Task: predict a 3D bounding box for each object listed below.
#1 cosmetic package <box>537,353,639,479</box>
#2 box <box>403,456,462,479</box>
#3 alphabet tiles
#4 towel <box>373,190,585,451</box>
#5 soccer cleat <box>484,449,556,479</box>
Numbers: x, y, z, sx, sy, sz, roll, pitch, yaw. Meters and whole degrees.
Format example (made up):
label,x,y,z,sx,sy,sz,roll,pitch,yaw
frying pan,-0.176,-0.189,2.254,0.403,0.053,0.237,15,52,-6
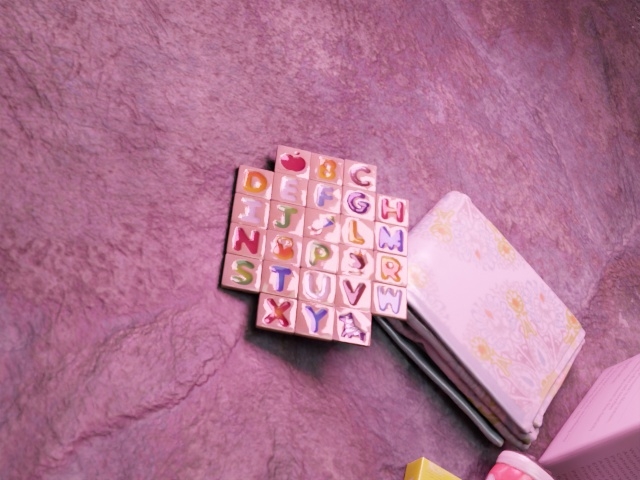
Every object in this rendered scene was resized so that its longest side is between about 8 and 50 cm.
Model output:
label,x,y,z,sx,sy,sz,roll,pitch,yaw
cosmetic package,0.641,0.344,1.446,0.329,0.394,0.327,-34,85,-43
box,0.160,0.414,1.288,0.109,0.042,0.178,33,47,-15
alphabet tiles,0.000,0.000,1.396,0.285,0.011,0.342,11,54,-9
towel,0.270,0.129,1.525,0.374,0.090,0.320,48,43,-1
soccer cleat,0.370,0.462,1.387,0.318,0.109,0.116,44,68,-9
